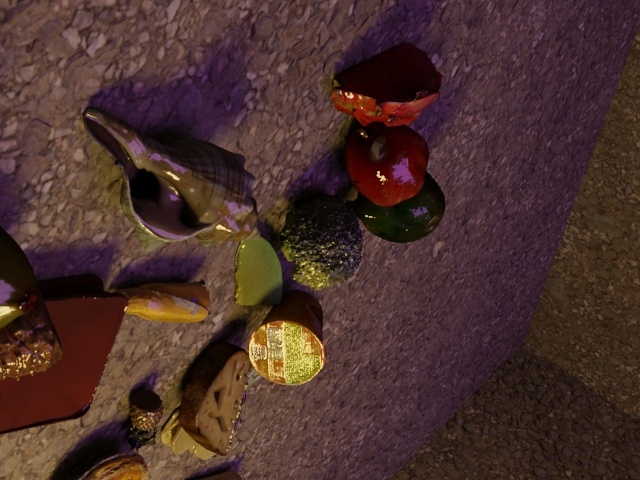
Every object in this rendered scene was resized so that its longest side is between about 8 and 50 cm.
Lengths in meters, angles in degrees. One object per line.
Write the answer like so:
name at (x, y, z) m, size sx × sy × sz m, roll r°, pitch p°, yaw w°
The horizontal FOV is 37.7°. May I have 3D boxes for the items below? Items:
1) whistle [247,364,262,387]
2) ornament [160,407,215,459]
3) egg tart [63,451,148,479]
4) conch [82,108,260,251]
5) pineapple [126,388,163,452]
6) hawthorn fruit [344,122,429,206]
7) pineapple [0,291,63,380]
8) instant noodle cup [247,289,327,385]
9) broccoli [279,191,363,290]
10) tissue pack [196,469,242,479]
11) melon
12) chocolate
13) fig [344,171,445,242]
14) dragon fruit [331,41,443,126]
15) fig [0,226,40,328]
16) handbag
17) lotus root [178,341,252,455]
whistle at (-0.097, 0.252, 2.196) m, size 0.235 × 0.077 × 0.114 m, roll -47°, pitch 135°, yaw -10°
ornament at (-0.263, 0.402, 2.114) m, size 0.180 × 0.059 × 0.201 m, roll -58°, pitch 153°, yaw -5°
egg tart at (-0.450, 0.505, 1.868) m, size 0.234 × 0.094 × 0.234 m, roll -38°, pitch 151°, yaw -25°
conch at (-0.234, -0.080, 1.477) m, size 0.386 × 0.170 × 0.203 m, roll 26°, pitch 73°, yaw -31°
pineapple at (-0.358, 0.371, 1.896) m, size 0.074 × 0.074 × 0.159 m, roll -31°, pitch 150°, yaw -40°
hawthorn fruit at (0.127, -0.173, 1.953) m, size 0.185 × 0.185 × 0.202 m, roll -52°, pitch 140°, yaw -5°
pineapple at (-0.484, 0.151, 1.271) m, size 0.248 × 0.128 × 0.128 m, roll -18°, pitch 143°, yaw -13°
instant noodle cup at (-0.060, 0.200, 2.051) m, size 0.185 × 0.169 × 0.168 m, roll -73°, pitch -176°, yaw -64°
broccoli at (0.003, -0.001, 1.957) m, size 0.176 × 0.226 × 0.197 m, roll -15°, pitch 104°, yaw -6°
tissue pack at (-0.296, 0.683, 2.358) m, size 0.222 × 0.090 × 0.186 m, roll 1°, pitch 118°, yaw -62°
melon at (-0.141, 0.054, 1.930) m, size 0.114 × 0.053 × 0.261 m, roll -26°, pitch 143°, yaw -15°
chocolate at (-0.291, 0.113, 1.688) m, size 0.219 × 0.086 × 0.085 m, roll 5°, pitch 117°, yaw -59°
fig at (0.158, -0.074, 2.111) m, size 0.245 × 0.195 × 0.195 m, roll -20°, pitch 139°, yaw -40°
dragon fruit at (0.142, -0.277, 1.854) m, size 0.274 × 0.161 × 0.126 m, roll -34°, pitch 145°, yaw -41°
fig at (-0.461, 0.051, 1.148) m, size 0.203 × 0.225 × 0.202 m, roll 15°, pitch 90°, yaw -78°
handbag at (-0.452, 0.183, 1.480) m, size 0.276 × 0.084 × 0.260 m, roll -5°, pitch 124°, yaw -56°
lotus root at (-0.229, 0.345, 2.012) m, size 0.170 × 0.075 × 0.260 m, roll 7°, pitch 102°, yaw -61°
